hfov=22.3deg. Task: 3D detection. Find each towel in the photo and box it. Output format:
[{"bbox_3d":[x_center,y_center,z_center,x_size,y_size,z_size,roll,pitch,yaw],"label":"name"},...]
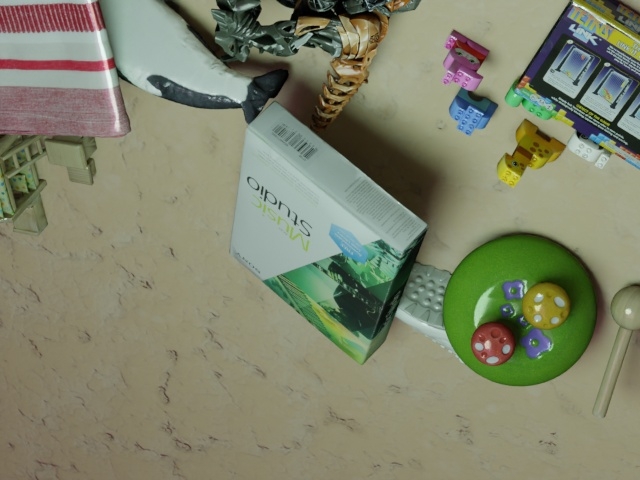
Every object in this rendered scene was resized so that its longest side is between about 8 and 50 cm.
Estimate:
[{"bbox_3d":[-0.354,-0.274,1.891,0.237,0.037,0.329,3,117,32],"label":"towel"}]

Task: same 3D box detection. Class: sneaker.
[{"bbox_3d":[0.170,0.107,2.016,0.235,0.090,0.095,25,144,11],"label":"sneaker"}]

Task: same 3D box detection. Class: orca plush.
[{"bbox_3d":[-0.172,-0.229,1.939,0.287,0.102,0.151,16,88,11],"label":"orca plush"}]

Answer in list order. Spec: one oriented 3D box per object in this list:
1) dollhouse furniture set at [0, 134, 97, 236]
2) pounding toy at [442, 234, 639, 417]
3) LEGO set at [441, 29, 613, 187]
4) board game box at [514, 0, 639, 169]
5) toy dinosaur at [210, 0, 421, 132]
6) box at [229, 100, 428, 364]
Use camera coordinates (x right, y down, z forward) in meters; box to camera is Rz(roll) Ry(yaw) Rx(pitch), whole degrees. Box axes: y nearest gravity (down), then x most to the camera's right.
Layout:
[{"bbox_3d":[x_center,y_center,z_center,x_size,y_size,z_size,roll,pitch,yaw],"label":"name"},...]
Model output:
[{"bbox_3d":[-0.373,-0.057,2.161,0.161,0.101,0.182,10,131,22],"label":"dollhouse furniture set"},{"bbox_3d":[0.257,0.102,1.887,0.237,0.110,0.183,22,102,2],"label":"pounding toy"},{"bbox_3d":[0.211,-0.120,1.789,0.227,0.093,0.087,31,135,2],"label":"LEGO set"},{"bbox_3d":[0.312,-0.172,1.722,0.170,0.048,0.141,32,133,1],"label":"board game box"},{"bbox_3d":[0.002,-0.252,1.766,0.218,0.164,0.322,7,111,4],"label":"toy dinosaur"},{"bbox_3d":[0.000,0.000,1.934,0.232,0.058,0.322,40,156,13],"label":"box"}]
